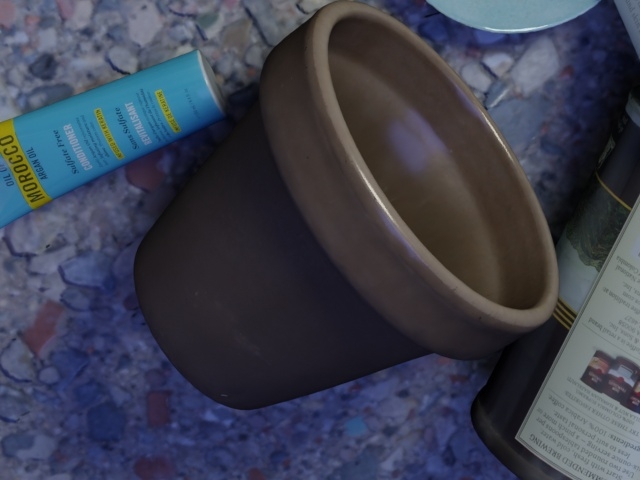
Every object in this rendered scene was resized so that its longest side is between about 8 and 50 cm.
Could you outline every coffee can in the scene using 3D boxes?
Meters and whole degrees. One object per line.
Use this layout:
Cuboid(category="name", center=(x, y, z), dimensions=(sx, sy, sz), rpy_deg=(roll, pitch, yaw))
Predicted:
Cuboid(category="coffee can", center=(0.258, 0.053, 1.440), dimensions=(0.201, 0.201, 0.275), rpy_deg=(19, 109, -18))

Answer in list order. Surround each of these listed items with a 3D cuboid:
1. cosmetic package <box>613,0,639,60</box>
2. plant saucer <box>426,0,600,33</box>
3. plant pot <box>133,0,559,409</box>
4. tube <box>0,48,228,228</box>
Cuboid(category="cosmetic package", center=(0.326, -0.155, 1.346), dimensions=(0.184, 0.151, 0.151), rpy_deg=(15, 132, -31))
Cuboid(category="plant saucer", center=(0.138, -0.242, 1.372), dimensions=(0.195, 0.037, 0.195), rpy_deg=(-4, 114, -9))
Cuboid(category="plant pot", center=(0.000, 0.000, 1.365), dimensions=(0.229, 0.263, 0.263), rpy_deg=(-34, 118, 26))
Cuboid(category="tube", center=(-0.169, -0.072, 1.389), dimensions=(0.207, 0.052, 0.080), rpy_deg=(-23, 107, 7))
